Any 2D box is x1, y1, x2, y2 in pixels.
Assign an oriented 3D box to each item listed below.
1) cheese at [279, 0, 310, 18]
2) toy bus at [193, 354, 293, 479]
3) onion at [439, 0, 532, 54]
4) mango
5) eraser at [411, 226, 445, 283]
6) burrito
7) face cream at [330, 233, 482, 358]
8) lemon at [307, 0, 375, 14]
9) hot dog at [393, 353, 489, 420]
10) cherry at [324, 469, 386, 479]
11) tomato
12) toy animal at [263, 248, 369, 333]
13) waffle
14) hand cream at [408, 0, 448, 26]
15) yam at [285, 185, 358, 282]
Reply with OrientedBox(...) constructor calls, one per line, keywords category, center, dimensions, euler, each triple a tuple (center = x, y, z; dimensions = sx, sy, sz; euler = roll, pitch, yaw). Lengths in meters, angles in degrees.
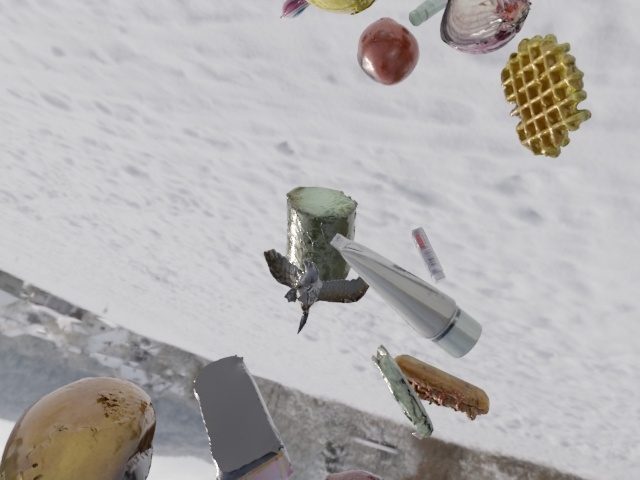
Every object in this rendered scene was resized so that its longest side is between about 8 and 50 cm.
OrientedBox(category="cheese", center=(-0.084, -0.805, 1.754), dimensions=(0.062, 0.155, 0.244), euler=(48, 173, -21))
OrientedBox(category="toy bus", center=(-0.213, 0.484, 1.350), dimensions=(0.386, 0.171, 0.162), euler=(48, 159, 55))
OrientedBox(category="onion", center=(0.482, -0.609, 1.367), dimensions=(0.159, 0.348, 0.267), euler=(6, 126, -27))
OrientedBox(category="mango", center=(-0.265, 0.236, 0.562), dimensions=(0.151, 0.155, 0.248), euler=(33, -177, -10))
OrientedBox(category="eraser", center=(0.234, 0.032, 1.113), dimensions=(0.029, 0.122, 0.052), euler=(-24, 164, 4))
OrientedBox(category="burrito", center=(0.241, 0.445, 1.534), dimensions=(0.066, 0.309, 0.096), euler=(-36, 142, 9))
OrientedBox(category="face cream", center=(0.150, 0.088, 0.935), dimensions=(0.314, 0.089, 0.143), euler=(40, -168, 1))
OrientedBox(category="lemon", center=(0.051, -0.756, 1.375), dimensions=(0.298, 0.296, 0.297), euler=(14, 159, 6))
OrientedBox(category="hot dog", center=(0.385, 0.489, 1.701), dimensions=(0.349, 0.117, 0.158), euler=(22, 166, 21))
OrientedBox(category="cherry", center=(0.121, 0.723, 1.324), dimensions=(0.300, 0.203, 0.230), euler=(46, 138, 27))
OrientedBox(category="tomato", center=(0.214, -0.606, 1.665), dimensions=(0.208, 0.184, 0.208), euler=(37, -165, -12))
OrientedBox(category="toy animal", center=(-0.042, 0.126, 1.215), dimensions=(0.273, 0.197, 0.160), euler=(19, 176, 13))
OrientedBox(category="waffle", center=(0.536, -0.351, 1.260), dimensions=(0.065, 0.309, 0.283), euler=(-9, 129, -13))
OrientedBox(category="hand cream", center=(0.355, -0.738, 1.605), dimensions=(0.078, 0.205, 0.050), euler=(44, 157, 7))
OrientedBox(category="yam", center=(0.000, 0.000, 1.437), dimensions=(0.195, 0.195, 0.299), euler=(12, 130, 11))
